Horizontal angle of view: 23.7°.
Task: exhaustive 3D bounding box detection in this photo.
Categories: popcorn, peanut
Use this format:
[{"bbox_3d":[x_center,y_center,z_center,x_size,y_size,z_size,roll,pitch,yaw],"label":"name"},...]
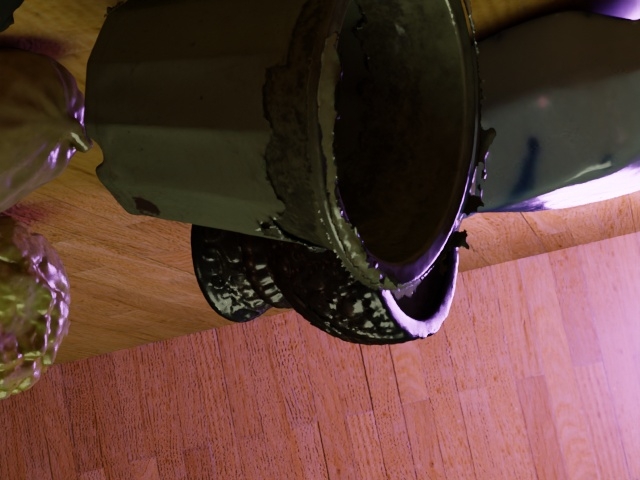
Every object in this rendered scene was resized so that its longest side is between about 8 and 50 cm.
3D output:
[{"bbox_3d":[-0.437,0.074,1.917,0.259,0.259,0.212,-5,-177,-32],"label":"popcorn"},{"bbox_3d":[-0.348,-0.076,1.323,0.291,0.143,0.159,-13,-167,9],"label":"peanut"}]

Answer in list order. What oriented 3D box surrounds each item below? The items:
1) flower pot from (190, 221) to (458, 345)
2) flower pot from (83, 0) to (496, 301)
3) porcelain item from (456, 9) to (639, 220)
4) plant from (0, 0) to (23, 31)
[{"bbox_3d":[0.000,0.000,1.878,0.267,0.267,0.266,-4,175,28],"label":"flower pot"},{"bbox_3d":[-0.031,-0.100,1.209,0.259,0.290,0.290,2,177,28],"label":"flower pot"},{"bbox_3d":[0.256,-0.132,1.595,0.405,0.178,0.242,-16,170,38],"label":"porcelain item"},{"bbox_3d":[-0.270,-0.180,0.807,0.256,0.164,0.142,17,151,-38],"label":"plant"}]
